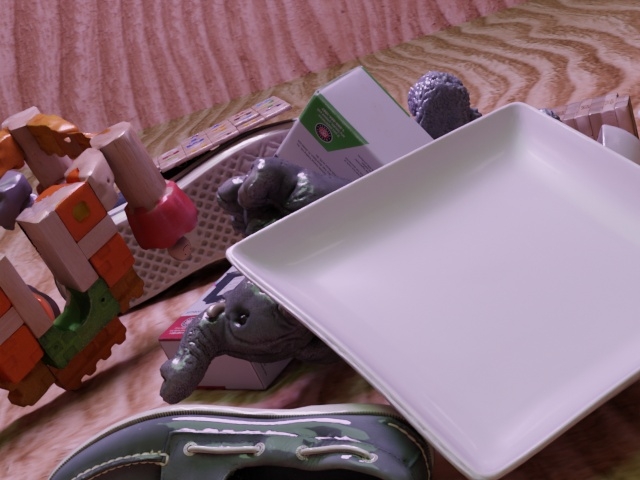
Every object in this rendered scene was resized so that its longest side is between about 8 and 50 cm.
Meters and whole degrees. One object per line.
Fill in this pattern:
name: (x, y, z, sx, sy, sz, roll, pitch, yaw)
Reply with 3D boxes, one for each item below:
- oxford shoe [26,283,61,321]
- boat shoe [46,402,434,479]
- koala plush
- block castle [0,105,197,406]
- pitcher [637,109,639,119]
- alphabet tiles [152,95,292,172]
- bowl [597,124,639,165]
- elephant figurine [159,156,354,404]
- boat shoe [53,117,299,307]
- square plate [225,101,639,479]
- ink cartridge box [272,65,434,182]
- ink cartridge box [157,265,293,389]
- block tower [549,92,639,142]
oxford shoe: (-0.426, 0.091, 1.794, 0.098, 0.096, 0.271, -22, 14, -36)
boat shoe: (-0.074, 0.192, 0.962, 0.320, 0.116, 0.099, -9, 15, 11)
koala plush: (0.165, -0.087, 1.572, 0.196, 0.203, 0.221, 20, 3, -8)
block castle: (-0.385, 0.053, 1.537, 0.303, 0.212, 0.453, 12, 49, 45)
pitcher: (0.548, -0.231, 1.766, 0.207, 0.125, 0.178, -32, 1, -6)
alphabet tiles: (-0.159, -0.146, 1.799, 0.237, 0.009, 0.198, -26, 13, -3)
bowl: (0.290, -0.027, 1.236, 0.053, 0.142, 0.142, 5, 56, 7)
elephant figurine: (-0.033, 0.052, 1.239, 0.186, 0.169, 0.239, -32, 42, 40)
boat shoe: (-0.145, -0.051, 1.799, 0.500, 0.186, 0.156, -25, 21, -4)
square plate: (0.153, 0.028, 1.054, 0.347, 0.049, 0.344, -28, 42, -23)
ink cartridge box: (0.027, -0.066, 1.405, 0.087, 0.153, 0.208, -37, -9, -40)
ink cartridge box: (-0.071, 0.082, 1.382, 0.127, 0.072, 0.175, -6, 30, 42)
block tower: (0.258, -0.112, 1.708, 0.336, 0.097, 0.091, -11, 16, 21)
